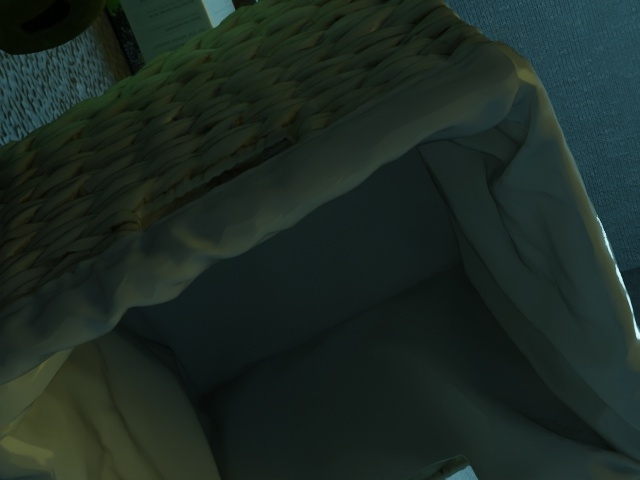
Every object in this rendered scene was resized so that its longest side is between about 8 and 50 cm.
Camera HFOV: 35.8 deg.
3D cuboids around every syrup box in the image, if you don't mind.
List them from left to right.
[{"bbox_3d":[-0.131,-0.194,0.967,0.096,0.093,0.237,-64,135,-69],"label":"syrup box"}]

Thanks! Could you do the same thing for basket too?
[{"bbox_3d":[-0.010,0.041,0.634,0.331,0.328,0.266,59,1,-37],"label":"basket"}]

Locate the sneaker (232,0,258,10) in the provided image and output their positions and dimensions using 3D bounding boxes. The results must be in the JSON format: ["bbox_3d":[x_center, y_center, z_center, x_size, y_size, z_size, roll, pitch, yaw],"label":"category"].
[{"bbox_3d":[-0.139,-0.364,1.098,0.121,0.108,0.302,-68,137,-61],"label":"sneaker"}]

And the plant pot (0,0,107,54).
[{"bbox_3d":[-0.187,-0.263,0.594,0.276,0.276,0.254,56,34,-48],"label":"plant pot"}]
